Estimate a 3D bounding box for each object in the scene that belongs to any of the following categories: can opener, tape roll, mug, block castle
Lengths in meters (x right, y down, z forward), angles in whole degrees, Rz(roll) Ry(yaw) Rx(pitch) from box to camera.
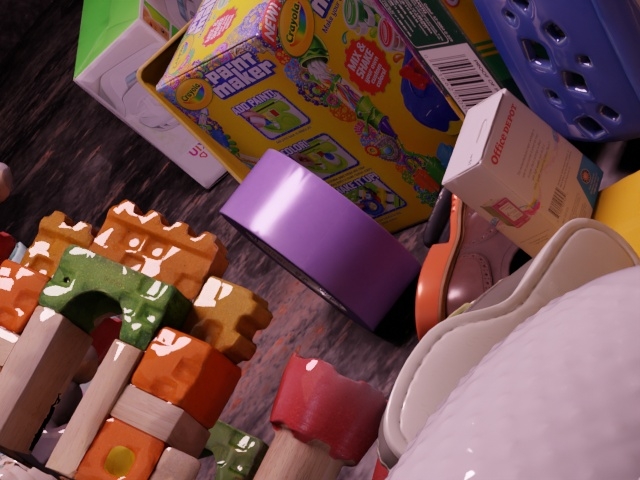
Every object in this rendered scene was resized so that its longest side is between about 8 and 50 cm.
[{"bbox_3d":[0.152,-0.072,1.838,0.059,0.073,0.186,11,74,61],"label":"can opener"},{"bbox_3d":[0.000,0.000,1.838,0.080,0.189,0.189,-51,24,-4],"label":"tape roll"},{"bbox_3d":[0.184,0.162,1.124,0.328,0.276,0.374,-55,-9,-31],"label":"mug"},{"bbox_3d":[-0.120,0.118,1.534,0.453,0.303,0.213,22,78,28],"label":"block castle"}]

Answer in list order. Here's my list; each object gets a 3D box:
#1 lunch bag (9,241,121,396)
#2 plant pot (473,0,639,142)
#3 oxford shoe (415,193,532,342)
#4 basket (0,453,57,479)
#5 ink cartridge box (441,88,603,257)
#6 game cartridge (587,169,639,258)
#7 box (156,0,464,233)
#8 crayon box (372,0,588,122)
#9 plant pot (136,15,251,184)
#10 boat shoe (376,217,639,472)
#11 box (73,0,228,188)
[{"bbox_3d":[-0.344,0.152,2.170,0.262,0.223,0.160,-46,19,9],"label":"lunch bag"},{"bbox_3d":[0.281,-0.220,1.583,0.236,0.236,0.212,-39,29,-15],"label":"plant pot"},{"bbox_3d":[0.163,0.004,1.710,0.098,0.097,0.271,2,40,19],"label":"oxford shoe"},{"bbox_3d":[-0.356,0.342,1.945,0.254,0.201,0.289,-23,26,45],"label":"basket"},{"bbox_3d":[0.169,-0.053,1.599,0.052,0.122,0.088,-27,32,46],"label":"ink cartridge box"},{"bbox_3d":[0.286,0.036,1.472,0.323,0.052,0.285,-28,32,45],"label":"game cartridge"},{"bbox_3d":[0.030,-0.200,1.964,0.177,0.279,0.290,-21,37,48],"label":"box"},{"bbox_3d":[0.163,-0.329,1.750,0.313,0.363,0.106,-47,21,-22],"label":"crayon box"},{"bbox_3d":[-0.055,-0.215,2.252,0.212,0.212,0.187,-40,12,22],"label":"plant pot"},{"bbox_3d":[0.132,0.093,1.395,0.305,0.109,0.091,-39,-7,-43],"label":"boat shoe"},{"bbox_3d":[-0.186,-0.229,2.440,0.127,0.231,0.262,-41,25,21],"label":"box"}]
